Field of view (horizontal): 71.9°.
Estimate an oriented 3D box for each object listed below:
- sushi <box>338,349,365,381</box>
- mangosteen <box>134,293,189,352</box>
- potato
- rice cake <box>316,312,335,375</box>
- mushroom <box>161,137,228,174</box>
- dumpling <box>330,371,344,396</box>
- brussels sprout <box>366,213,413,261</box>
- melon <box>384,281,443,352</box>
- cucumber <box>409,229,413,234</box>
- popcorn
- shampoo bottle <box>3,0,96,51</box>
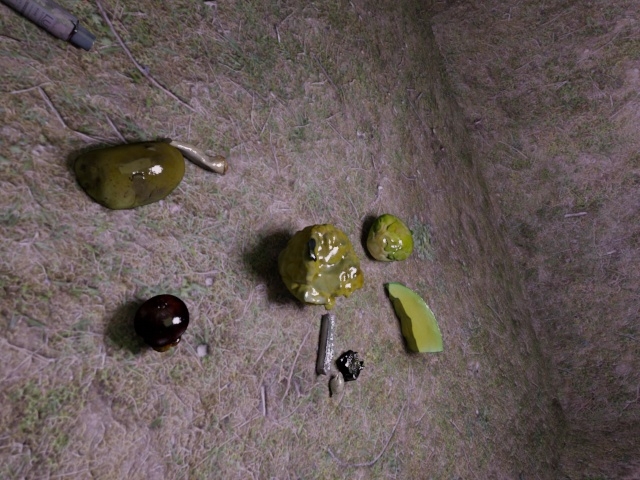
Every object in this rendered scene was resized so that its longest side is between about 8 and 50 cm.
[{"bbox_3d":[0.104,0.426,1.520,0.084,0.056,0.083,-34,95,-48],"label":"sushi"},{"bbox_3d":[-0.368,0.198,1.030,0.140,0.140,0.140,20,62,-43],"label":"mangosteen"},{"bbox_3d":[-0.438,-0.177,1.084,0.271,0.111,0.160,-25,94,-50],"label":"potato"},{"bbox_3d":[0.019,0.342,1.461,0.036,0.047,0.207,21,58,-25],"label":"rice cake"},{"bbox_3d":[-0.350,-0.244,1.245,0.202,0.059,0.054,22,76,-38],"label":"mushroom"},{"bbox_3d":[0.059,0.477,1.460,0.059,0.043,0.077,41,42,-61],"label":"dumpling"},{"bbox_3d":[0.284,-0.011,1.799,0.223,0.161,0.223,28,54,-48],"label":"brussels sprout"},{"bbox_3d":[0.379,0.304,1.807,0.124,0.196,0.324,-21,88,-22],"label":"melon"},{"bbox_3d":[0.377,-0.036,2.010,0.155,0.037,0.037,0,76,-50],"label":"cucumber"},{"bbox_3d":[-0.007,0.087,1.377,0.293,0.237,0.293,27,53,-43],"label":"popcorn"},{"bbox_3d":[-0.634,-0.526,1.021,0.214,0.072,0.072,31,55,-38],"label":"shampoo bottle"}]
